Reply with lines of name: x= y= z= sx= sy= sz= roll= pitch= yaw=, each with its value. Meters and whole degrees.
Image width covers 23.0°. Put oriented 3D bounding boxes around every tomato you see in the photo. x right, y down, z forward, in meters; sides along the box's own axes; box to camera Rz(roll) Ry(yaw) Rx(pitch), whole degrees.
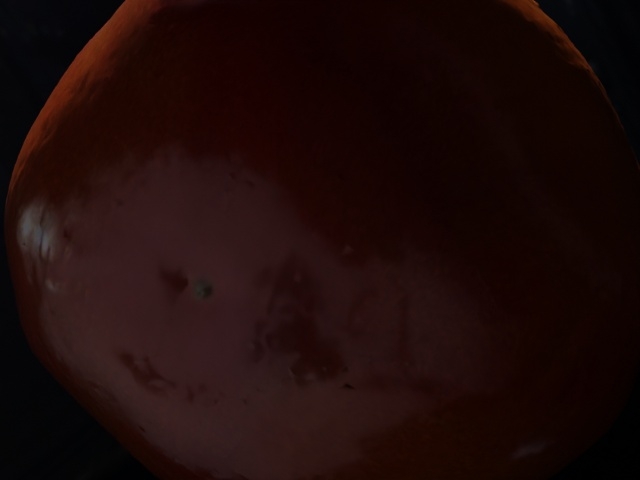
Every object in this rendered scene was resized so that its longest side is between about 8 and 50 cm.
tomato: x=-0.003 y=0.002 z=0.604 sx=0.259 sy=0.180 sz=0.260 roll=3 pitch=-83 yaw=27
